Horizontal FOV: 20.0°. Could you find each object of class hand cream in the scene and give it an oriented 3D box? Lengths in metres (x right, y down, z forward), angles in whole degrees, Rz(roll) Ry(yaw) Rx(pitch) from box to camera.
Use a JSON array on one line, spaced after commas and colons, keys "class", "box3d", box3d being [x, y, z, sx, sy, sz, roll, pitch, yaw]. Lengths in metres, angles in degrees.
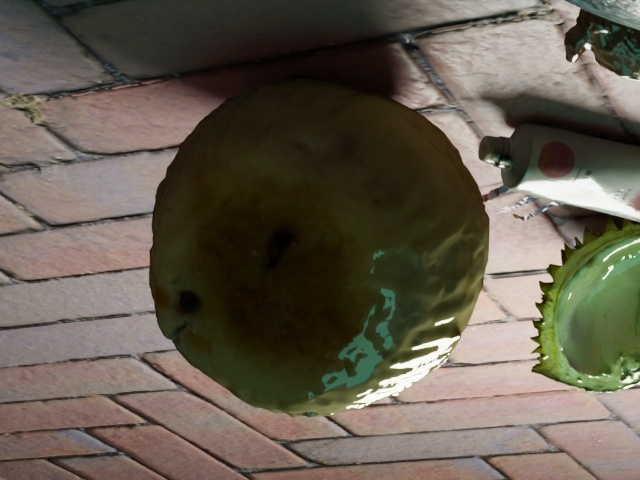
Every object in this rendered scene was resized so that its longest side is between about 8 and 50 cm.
[{"class": "hand cream", "box3d": [0.341, -0.070, 2.116, 0.340, 0.078, 0.124, 13, 136, -17]}]

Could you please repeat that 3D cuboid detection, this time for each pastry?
[{"class": "pastry", "box3d": [0.000, 0.000, 2.013, 0.388, 0.389, 0.312, -8, -166, 28]}]

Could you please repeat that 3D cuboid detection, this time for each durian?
[{"class": "durian", "box3d": [0.429, 0.065, 2.283, 0.394, 0.198, 0.163, -13, 152, 27]}]

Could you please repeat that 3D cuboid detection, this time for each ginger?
[{"class": "ginger", "box3d": [0.386, -0.185, 1.860, 0.290, 0.084, 0.122, 19, 132, -23]}]

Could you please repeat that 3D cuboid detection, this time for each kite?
[{"class": "kite", "box3d": [0.302, -0.071, 2.210, 0.141, 0.015, 0.245, 28, 147, -34]}]

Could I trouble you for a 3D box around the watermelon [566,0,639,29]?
[{"class": "watermelon", "box3d": [0.237, -0.319, 1.422, 0.387, 0.258, 0.228, 44, -178, 14]}]
